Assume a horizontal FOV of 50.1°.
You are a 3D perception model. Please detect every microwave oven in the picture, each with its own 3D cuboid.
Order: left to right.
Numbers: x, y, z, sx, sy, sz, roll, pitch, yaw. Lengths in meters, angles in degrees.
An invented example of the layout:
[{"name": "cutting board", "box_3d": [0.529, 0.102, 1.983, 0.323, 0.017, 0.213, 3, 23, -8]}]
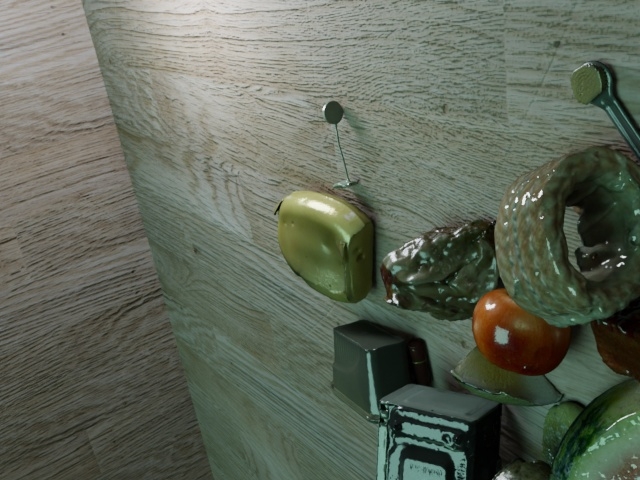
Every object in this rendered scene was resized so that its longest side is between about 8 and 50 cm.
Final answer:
[{"name": "microwave oven", "box_3d": [0.232, 0.465, 1.376, 0.237, 0.181, 0.295, 5, 94, 33]}]

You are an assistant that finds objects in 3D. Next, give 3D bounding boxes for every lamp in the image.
[{"name": "lamp", "box_3d": [0.035, -0.207, 1.498, 0.056, 0.050, 0.198, 16, 124, 56]}]

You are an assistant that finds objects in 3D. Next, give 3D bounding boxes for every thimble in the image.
[{"name": "thimble", "box_3d": [0.351, -0.008, 0.943, 0.196, 0.229, 0.148, 29, 161, -6]}]

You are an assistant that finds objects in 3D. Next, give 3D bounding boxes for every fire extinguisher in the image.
[{"name": "fire extinguisher", "box_3d": [0.225, 0.288, 1.555, 0.056, 0.039, 0.132, -129, 24, -71]}]

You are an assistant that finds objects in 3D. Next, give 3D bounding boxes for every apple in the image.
[{"name": "apple", "box_3d": [0.338, 0.156, 1.159, 0.163, 0.163, 0.139, 21, 114, 52]}]

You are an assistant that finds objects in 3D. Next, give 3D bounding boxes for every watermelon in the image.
[{"name": "watermelon", "box_3d": [0.488, 0.338, 1.048, 0.310, 0.193, 0.232, -39, 58, 28]}]

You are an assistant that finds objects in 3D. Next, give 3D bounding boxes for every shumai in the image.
[{"name": "shumai", "box_3d": [0.217, 0.075, 1.266, 0.218, 0.185, 0.184, -25, 89, 61]}]

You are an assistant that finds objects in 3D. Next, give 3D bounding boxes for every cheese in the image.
[{"name": "cheese", "box_3d": [0.000, 0.000, 1.639, 0.316, 0.128, 0.260, 26, 124, 41]}]

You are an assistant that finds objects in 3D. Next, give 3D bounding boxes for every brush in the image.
[{"name": "brush", "box_3d": [0.428, -0.131, 0.935, 0.266, 0.027, 0.062, 60, 154, 11]}]

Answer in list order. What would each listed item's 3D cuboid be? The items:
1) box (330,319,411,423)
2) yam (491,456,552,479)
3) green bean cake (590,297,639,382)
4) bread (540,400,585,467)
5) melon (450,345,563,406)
[{"name": "box", "box_3d": [0.118, 0.301, 1.629, 0.274, 0.138, 0.178, -163, 65, -67]}, {"name": "yam", "box_3d": [0.402, 0.517, 1.115, 0.300, 0.195, 0.195, -138, 35, -62]}, {"name": "green bean cake", "box_3d": [0.468, 0.133, 0.894, 0.232, 0.198, 0.097, 2, 111, 63]}, {"name": "bread", "box_3d": [0.485, 0.432, 1.224, 0.207, 0.056, 0.286, 26, 133, 51]}, {"name": "melon", "box_3d": [0.356, 0.270, 1.307, 0.202, 0.093, 0.139, 15, 158, 20]}]
